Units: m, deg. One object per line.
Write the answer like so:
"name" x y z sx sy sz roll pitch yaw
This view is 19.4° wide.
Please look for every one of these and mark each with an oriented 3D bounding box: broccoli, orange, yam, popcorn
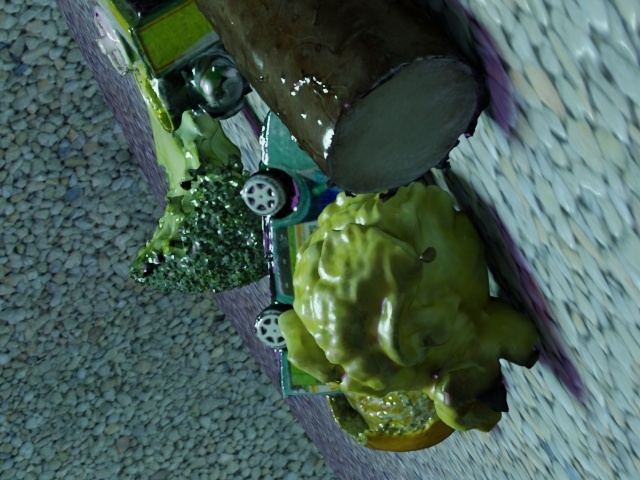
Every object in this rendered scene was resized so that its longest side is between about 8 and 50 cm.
"broccoli" -0.153 -0.098 2.188 0.252 0.221 0.361 79 170 -51
"orange" 0.071 0.140 1.845 0.156 0.134 0.156 46 175 5
"yam" -0.005 -0.144 1.247 0.280 0.131 0.131 53 170 42
"popcorn" 0.073 0.045 1.427 0.195 0.168 0.173 20 176 -15

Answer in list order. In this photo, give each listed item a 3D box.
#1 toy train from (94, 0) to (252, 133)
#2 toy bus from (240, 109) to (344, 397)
"toy train" -0.155 -0.227 1.855 0.261 0.134 0.177 51 169 44
"toy bus" 0.000 0.000 1.516 0.091 0.109 0.262 -69 -22 -63
